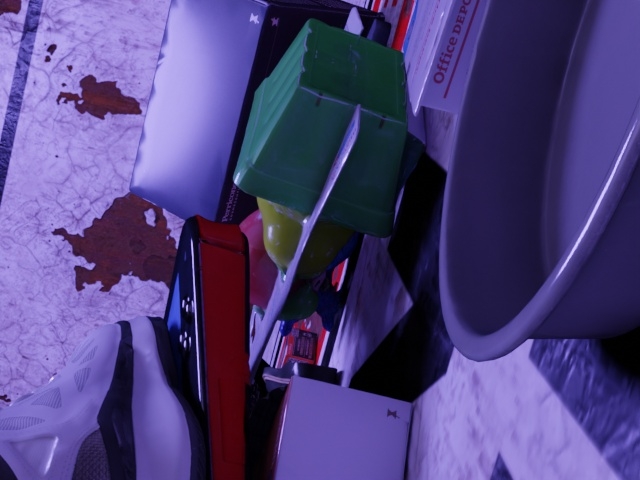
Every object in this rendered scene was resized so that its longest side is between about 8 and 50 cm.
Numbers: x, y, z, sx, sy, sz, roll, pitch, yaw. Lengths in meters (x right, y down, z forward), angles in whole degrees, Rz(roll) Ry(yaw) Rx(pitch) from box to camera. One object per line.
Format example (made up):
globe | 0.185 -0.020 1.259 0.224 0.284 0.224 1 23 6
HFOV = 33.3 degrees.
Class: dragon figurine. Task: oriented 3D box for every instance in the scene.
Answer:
dragon figurine | 0.000 0.000 1.340 0.144 0.085 0.289 115 168 -65

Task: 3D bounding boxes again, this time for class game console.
game console | -0.120 0.207 0.934 0.387 0.060 0.342 108 165 -46

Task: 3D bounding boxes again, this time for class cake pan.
cake pan | 0.118 -0.088 0.439 0.293 0.054 0.293 -166 90 -85

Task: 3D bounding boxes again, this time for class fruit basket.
fruit basket | -0.012 -0.026 1.095 0.327 0.165 0.353 -85 9 -60

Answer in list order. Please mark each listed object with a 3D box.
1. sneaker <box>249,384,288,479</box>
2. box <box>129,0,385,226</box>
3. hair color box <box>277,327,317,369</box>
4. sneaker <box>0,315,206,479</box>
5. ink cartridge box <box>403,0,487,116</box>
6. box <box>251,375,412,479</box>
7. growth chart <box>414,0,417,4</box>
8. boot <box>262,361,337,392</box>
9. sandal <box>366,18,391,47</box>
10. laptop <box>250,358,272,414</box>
sneaker | -0.032 0.280 1.012 0.118 0.107 0.279 71 -148 -64
box | -0.093 -0.213 1.637 0.312 0.179 0.343 -11 -58 -56
hair color box | -0.043 0.200 1.509 0.072 0.043 0.141 -83 9 -62
sneaker | -0.246 0.150 0.840 0.447 0.257 0.169 -161 74 -74
ink cartridge box | 0.103 -0.151 0.747 0.180 0.060 0.104 -86 12 -65
box | -0.004 0.200 0.781 0.170 0.091 0.130 110 173 -52
growth chart | 0.137 -0.340 1.127 0.172 0.021 0.237 -86 11 -61
boot | -0.035 0.217 1.238 0.198 0.076 0.137 120 159 -76
sandal | 0.074 -0.193 1.322 0.254 0.054 0.097 85 -156 -75
laptop | -0.199 0.345 1.837 0.236 0.408 0.382 -40 15 12
